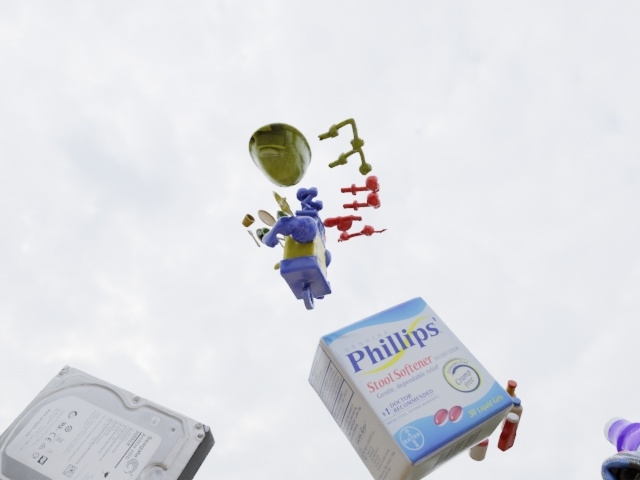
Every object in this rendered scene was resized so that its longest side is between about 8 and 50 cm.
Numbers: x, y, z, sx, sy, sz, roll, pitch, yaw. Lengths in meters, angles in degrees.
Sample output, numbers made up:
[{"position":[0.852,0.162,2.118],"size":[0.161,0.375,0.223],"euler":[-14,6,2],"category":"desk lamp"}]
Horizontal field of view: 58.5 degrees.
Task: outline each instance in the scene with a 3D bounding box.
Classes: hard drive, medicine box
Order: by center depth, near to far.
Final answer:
[{"position":[-0.387,0.370,0.987],"size":[0.338,0.237,0.064],"euler":[17,-43,20],"category":"hard drive"},{"position":[0.165,0.290,1.112],"size":[0.263,0.289,0.149],"euler":[-18,-39,-30],"category":"medicine box"}]

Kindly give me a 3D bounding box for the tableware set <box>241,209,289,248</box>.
[{"position":[-0.094,-0.030,1.128],"size":[0.024,0.104,0.154],"euler":[-48,-26,24],"category":"tableware set"}]

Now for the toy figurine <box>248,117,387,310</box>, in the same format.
[{"position":[0.000,0.000,0.928],"size":[0.191,0.217,0.362],"euler":[-2,-28,11],"category":"toy figurine"}]

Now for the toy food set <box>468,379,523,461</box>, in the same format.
[{"position":[0.401,0.424,1.346],"size":[0.232,0.111,0.105],"euler":[-13,-59,-31],"category":"toy food set"}]

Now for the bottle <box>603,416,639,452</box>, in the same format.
[{"position":[0.704,0.453,1.193],"size":[0.092,0.283,0.118],"euler":[30,-90,-8],"category":"bottle"}]

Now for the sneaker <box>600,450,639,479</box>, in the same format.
[{"position":[0.397,0.299,0.605],"size":[0.087,0.083,0.221],"euler":[25,-4,-38],"category":"sneaker"}]
